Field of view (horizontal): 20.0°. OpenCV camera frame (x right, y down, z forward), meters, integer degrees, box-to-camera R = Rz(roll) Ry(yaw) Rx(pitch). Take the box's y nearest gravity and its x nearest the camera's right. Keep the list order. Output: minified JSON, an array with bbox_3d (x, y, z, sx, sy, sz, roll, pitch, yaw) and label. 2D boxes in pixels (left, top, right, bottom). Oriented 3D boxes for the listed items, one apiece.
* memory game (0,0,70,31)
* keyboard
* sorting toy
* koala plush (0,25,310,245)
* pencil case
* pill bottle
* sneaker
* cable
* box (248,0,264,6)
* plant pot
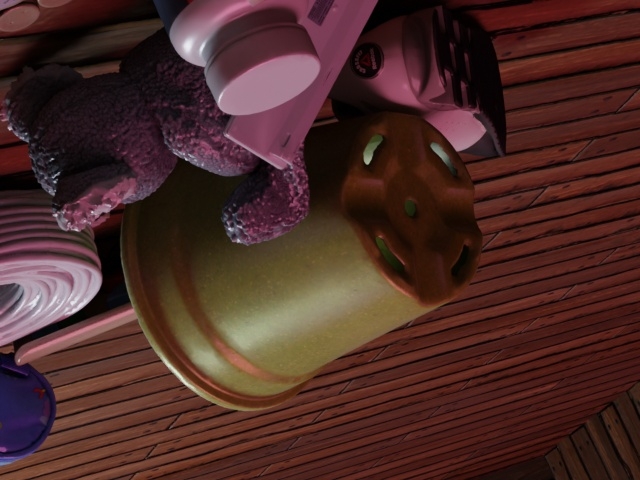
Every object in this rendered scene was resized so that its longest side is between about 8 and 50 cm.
[{"bbox_3d":[-0.242,-0.201,1.347,0.186,0.012,0.186,-22,161,-8],"label":"memory game"},{"bbox_3d":[0.007,-0.182,1.438,0.072,0.014,0.256,30,87,-37],"label":"keyboard"},{"bbox_3d":[-0.243,0.067,1.951,0.193,0.038,0.208,-22,-170,-6],"label":"sorting toy"},{"bbox_3d":[-0.143,-0.099,1.500,0.221,0.196,0.203,-19,143,-12],"label":"koala plush"},{"bbox_3d":[-0.404,0.202,1.995,0.119,0.133,0.306,21,155,-28],"label":"pencil case"},{"bbox_3d":[-0.070,-0.189,1.324,0.108,0.180,0.108,-22,161,-8],"label":"pill bottle"},{"bbox_3d":[0.092,-0.148,1.772,0.146,0.122,0.330,-10,166,19],"label":"sneaker"},{"bbox_3d":[-0.340,0.040,1.765,0.257,0.089,0.257,-35,159,30],"label":"cable"},{"bbox_3d":[0.009,-0.287,1.203,0.232,0.148,0.127,-27,161,8],"label":"box"},{"bbox_3d":[0.000,0.000,1.684,0.254,0.276,0.276,-19,169,42],"label":"plant pot"}]
